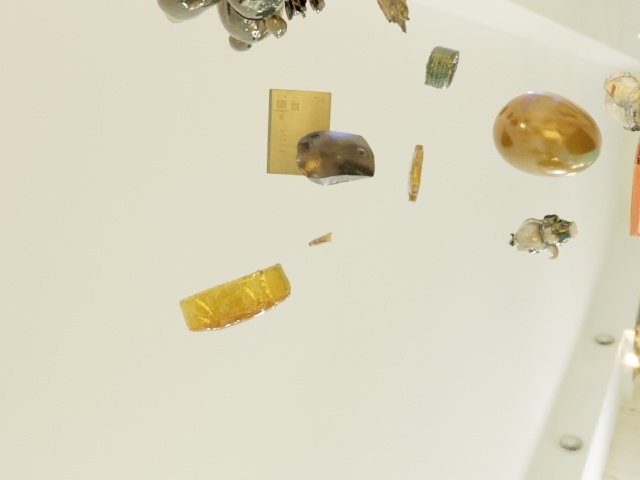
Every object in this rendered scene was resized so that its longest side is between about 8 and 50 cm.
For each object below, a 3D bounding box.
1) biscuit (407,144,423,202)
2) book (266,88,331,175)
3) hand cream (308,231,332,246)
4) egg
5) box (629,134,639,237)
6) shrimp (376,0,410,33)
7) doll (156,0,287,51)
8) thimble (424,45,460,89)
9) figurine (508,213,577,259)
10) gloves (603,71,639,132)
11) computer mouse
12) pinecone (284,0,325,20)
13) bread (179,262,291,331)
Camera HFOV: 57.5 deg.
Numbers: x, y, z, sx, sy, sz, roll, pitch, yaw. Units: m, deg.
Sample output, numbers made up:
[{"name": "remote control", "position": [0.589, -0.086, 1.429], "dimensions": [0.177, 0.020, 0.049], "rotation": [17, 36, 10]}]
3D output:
[{"name": "biscuit", "position": [0.297, -0.211, 1.850], "dimensions": [0.249, 0.035, 0.184], "rotation": [-42, -41, -81]}, {"name": "book", "position": [-0.072, -0.355, 1.937], "dimensions": [0.025, 0.215, 0.282], "rotation": [-82, -3, -78]}, {"name": "hand cream", "position": [0.000, 0.000, 1.894], "dimensions": [0.022, 0.102, 0.035], "rotation": [22, -117, -36]}, {"name": "egg", "position": [0.685, -0.317, 1.772], "dimensions": [0.250, 0.323, 0.250], "rotation": [-43, -31, -35]}, {"name": "box", "position": [0.952, -0.194, 1.418], "dimensions": [0.348, 0.319, 0.256], "rotation": [-56, -38, -34]}, {"name": "shrimp", "position": [0.190, -0.563, 1.289], "dimensions": [0.059, 0.145, 0.254], "rotation": [38, -153, -55]}, {"name": "doll", "position": [-0.257, -0.672, 1.580], "dimensions": [0.379, 0.382, 0.252], "rotation": [4, -92, -21]}, {"name": "thimble", "position": [0.419, -0.597, 2.012], "dimensions": [0.118, 0.090, 0.135], "rotation": [-47, -28, -48]}, {"name": "figurine", "position": [0.644, -0.012, 1.702], "dimensions": [0.126, 0.193, 0.147], "rotation": [60, -137, -23]}, {"name": "gloves", "position": [0.711, -0.311, 1.343], "dimensions": [0.153, 0.070, 0.114], "rotation": [52, -169, -43]}, {"name": "computer mouse", "position": [0.058, -0.272, 1.862], "dimensions": [0.296, 0.087, 0.168], "rotation": [-9, -106, -27]}, {"name": "pinecone", "position": [-0.076, -0.847, 1.862], "dimensions": [0.296, 0.298, 0.242], "rotation": [-45, -8, -4]}, {"name": "bread", "position": [-0.181, 0.126, 1.247], "dimensions": [0.102, 0.246, 0.094], "rotation": [-53, -59, -80]}]
